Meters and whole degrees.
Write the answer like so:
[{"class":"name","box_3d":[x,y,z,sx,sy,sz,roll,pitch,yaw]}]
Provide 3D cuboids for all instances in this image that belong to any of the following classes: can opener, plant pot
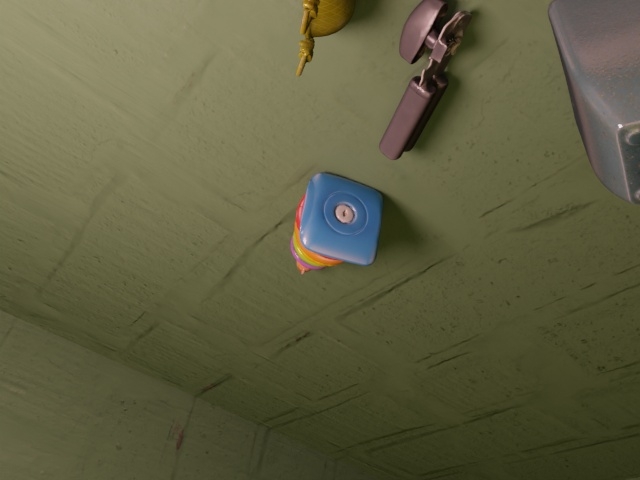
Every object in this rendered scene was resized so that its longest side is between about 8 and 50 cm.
[{"class":"can opener","box_3d":[0.153,-0.259,0.960,0.095,0.076,0.283,43,143,14]},{"class":"plant pot","box_3d":[0.466,-0.195,0.791,0.248,0.252,0.247,-12,134,27]}]

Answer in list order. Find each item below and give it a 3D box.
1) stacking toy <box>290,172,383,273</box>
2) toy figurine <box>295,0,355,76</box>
[{"class":"stacking toy","box_3d":[0.000,0.000,1.258,0.166,0.175,0.302,16,155,-13]},{"class":"toy figurine","box_3d":[0.097,-0.372,0.736,0.217,0.191,0.362,8,142,-2]}]
